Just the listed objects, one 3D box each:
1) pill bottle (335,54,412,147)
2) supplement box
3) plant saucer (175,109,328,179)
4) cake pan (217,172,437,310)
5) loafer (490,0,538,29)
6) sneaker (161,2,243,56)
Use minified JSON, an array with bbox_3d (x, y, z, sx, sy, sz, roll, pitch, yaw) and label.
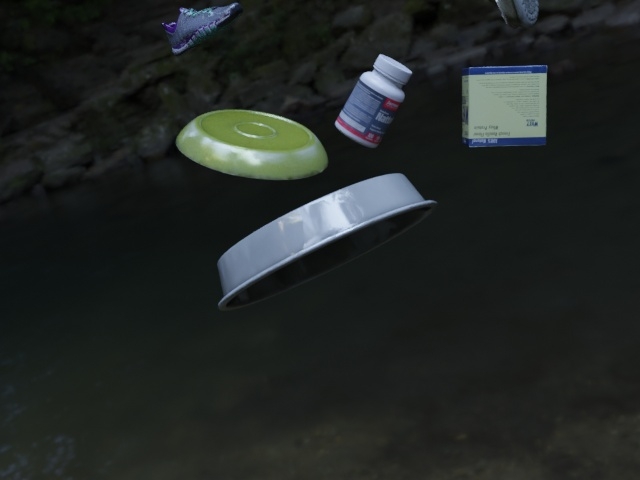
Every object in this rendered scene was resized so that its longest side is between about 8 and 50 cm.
[{"bbox_3d":[0.118,-0.300,2.030,0.180,0.108,0.108,-61,3,19],"label":"pill bottle"},{"bbox_3d":[0.196,-0.144,1.014,0.083,0.083,0.056,-2,9,1],"label":"supplement box"},{"bbox_3d":[-0.103,-0.157,1.474,0.240,0.037,0.241,8,26,-4],"label":"plant saucer"},{"bbox_3d":[0.000,0.000,1.150,0.293,0.054,0.293,-25,-8,-4],"label":"cake pan"},{"bbox_3d":[0.262,-0.434,1.503,0.087,0.251,0.094,-33,-16,33],"label":"loafer"},{"bbox_3d":[-0.291,-0.532,2.275,0.223,0.098,0.083,-25,10,30],"label":"sneaker"}]
